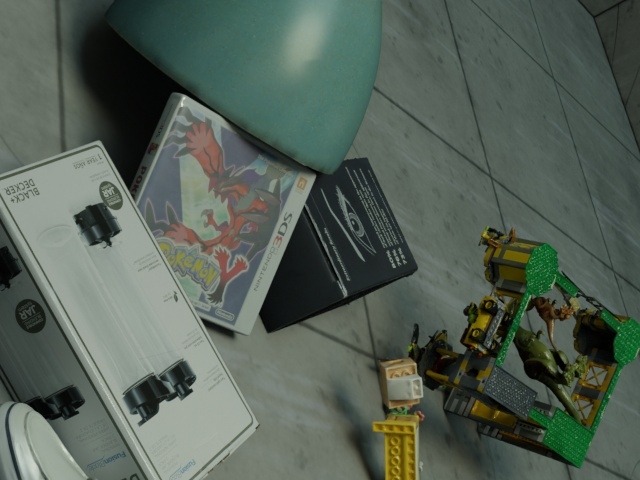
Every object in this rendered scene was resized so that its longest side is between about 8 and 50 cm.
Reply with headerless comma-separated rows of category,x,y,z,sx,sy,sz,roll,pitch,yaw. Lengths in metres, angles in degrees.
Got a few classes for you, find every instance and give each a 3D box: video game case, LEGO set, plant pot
video game case,-0.104,-0.019,1.169,0.201,0.023,0.183,28,83,-46
LEGO set,0.227,0.130,1.514,0.331,0.192,0.254,26,81,-42
LEGO set,0.131,0.256,1.355,0.287,0.132,0.107,54,19,-4
plant pot,-0.049,-0.231,1.260,0.290,0.195,0.290,34,9,-6

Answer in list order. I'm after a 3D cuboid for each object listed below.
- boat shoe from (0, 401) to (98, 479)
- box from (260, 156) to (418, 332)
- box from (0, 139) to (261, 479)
boat shoe,-0.167,0.212,0.903,0.226,0.076,0.083,63,13,-8
box,0.000,0.000,1.362,0.207,0.108,0.153,-13,77,-62
box,-0.184,0.076,0.999,0.290,0.087,0.169,60,27,-4
